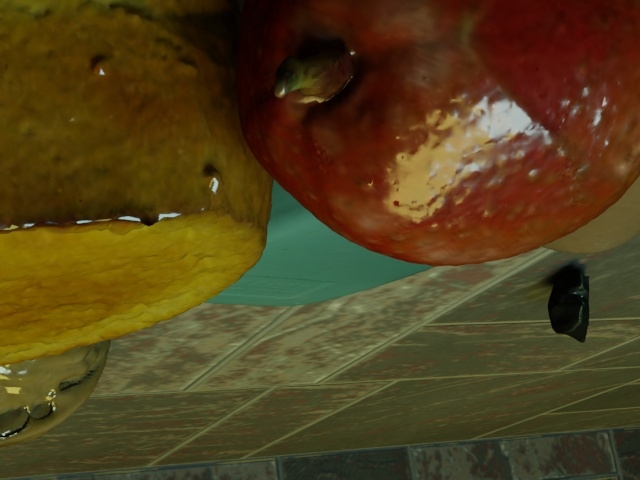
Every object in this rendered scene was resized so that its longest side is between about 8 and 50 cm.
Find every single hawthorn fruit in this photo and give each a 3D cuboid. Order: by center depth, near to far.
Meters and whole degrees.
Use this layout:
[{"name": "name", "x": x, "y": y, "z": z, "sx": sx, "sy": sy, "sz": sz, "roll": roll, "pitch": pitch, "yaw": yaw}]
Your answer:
[{"name": "hawthorn fruit", "x": 0.046, "y": -0.075, "z": 0.479, "sx": 0.197, "sy": 0.196, "sz": 0.225, "roll": -23, "pitch": 175, "yaw": 37}]

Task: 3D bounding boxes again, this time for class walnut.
[{"name": "walnut", "x": -0.279, "y": 0.072, "z": 0.833, "sx": 0.245, "sy": 0.198, "sz": 0.198, "roll": 2, "pitch": 159, "yaw": -26}]

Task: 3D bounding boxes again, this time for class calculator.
[{"name": "calculator", "x": 0.000, "y": 0.000, "z": 0.954, "sx": 0.256, "sy": 0.054, "sz": 0.386, "roll": 6, "pitch": 161, "yaw": -37}]

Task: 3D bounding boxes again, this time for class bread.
[{"name": "bread", "x": -0.173, "y": -0.036, "z": 0.568, "sx": 0.312, "sy": 0.172, "sz": 0.312, "roll": -10, "pitch": 161, "yaw": -3}]

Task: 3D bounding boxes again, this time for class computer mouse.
[{"name": "computer mouse", "x": 0.289, "y": 0.076, "z": 1.269, "sx": 0.047, "sy": 0.079, "sz": 0.135, "roll": 1, "pitch": 167, "yaw": 9}]

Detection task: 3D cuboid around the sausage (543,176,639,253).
[{"name": "sausage", "x": 0.185, "y": -0.084, "z": 0.670, "sx": 0.123, "sy": 0.123, "sz": 0.253, "roll": -7, "pitch": 160, "yaw": -3}]
